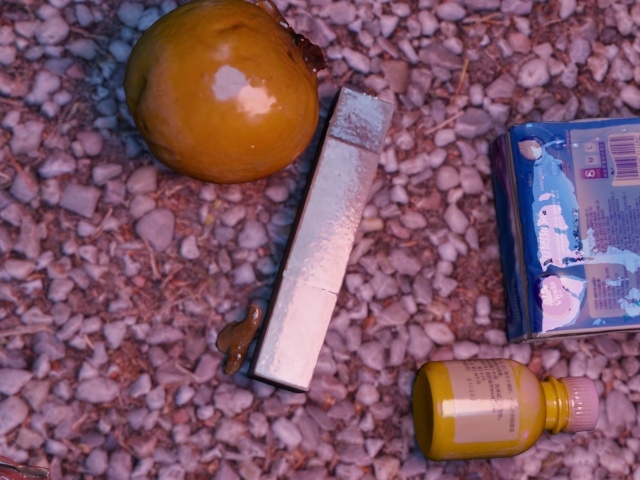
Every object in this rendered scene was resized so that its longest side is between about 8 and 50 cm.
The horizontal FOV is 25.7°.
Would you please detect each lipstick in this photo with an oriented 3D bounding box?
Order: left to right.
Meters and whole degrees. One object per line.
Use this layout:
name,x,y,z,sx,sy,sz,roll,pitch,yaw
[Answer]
lipstick,0.000,0.000,1.725,0.076,0.080,0.372,19,79,-7

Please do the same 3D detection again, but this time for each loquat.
loquat,-0.108,-0.179,1.662,0.243,0.244,0.244,1,81,-9

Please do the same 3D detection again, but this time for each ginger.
ginger,-0.098,0.117,1.714,0.030,0.048,0.097,9,111,-45

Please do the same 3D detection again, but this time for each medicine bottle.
medicine bottle,0.227,0.203,1.708,0.212,0.122,0.122,-2,81,-10

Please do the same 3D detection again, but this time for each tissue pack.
tissue pack,0.327,-0.013,1.745,0.198,0.146,0.264,-4,83,-8

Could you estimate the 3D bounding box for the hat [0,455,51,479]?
hat,-0.453,0.335,1.579,0.286,0.107,0.237,15,56,-5
